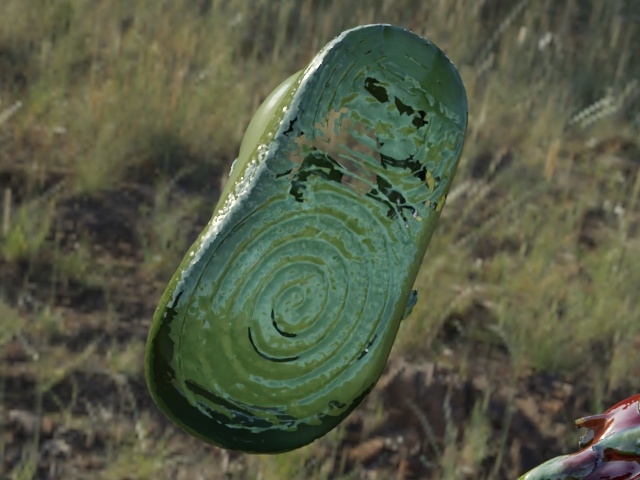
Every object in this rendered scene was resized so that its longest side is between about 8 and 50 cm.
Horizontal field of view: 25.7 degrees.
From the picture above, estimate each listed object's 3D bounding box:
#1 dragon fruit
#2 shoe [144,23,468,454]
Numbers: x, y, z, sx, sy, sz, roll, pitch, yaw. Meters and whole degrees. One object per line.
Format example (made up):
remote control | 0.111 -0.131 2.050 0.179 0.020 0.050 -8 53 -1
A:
dragon fruit | 0.345 0.257 1.451 0.269 0.200 0.198 -32 24 0
shoe | 0.002 0.001 0.818 0.140 0.262 0.128 25 1 -2
